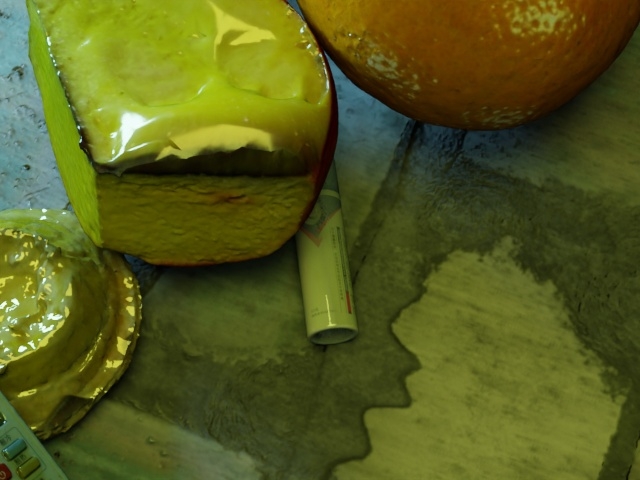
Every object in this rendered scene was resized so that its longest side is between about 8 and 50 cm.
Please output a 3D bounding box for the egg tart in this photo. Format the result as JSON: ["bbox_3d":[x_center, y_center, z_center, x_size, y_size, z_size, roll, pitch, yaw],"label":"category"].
[{"bbox_3d":[-0.339,0.082,1.666,0.290,0.115,0.290,0,68,1],"label":"egg tart"}]

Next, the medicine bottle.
[{"bbox_3d":[0.000,0.000,1.723,0.059,0.059,0.231,-7,67,-2],"label":"medicine bottle"}]

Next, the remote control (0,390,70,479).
[{"bbox_3d":[-0.313,0.265,1.529,0.344,0.050,0.145,51,38,-2],"label":"remote control"}]

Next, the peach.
[{"bbox_3d":[-0.142,-0.135,1.681,0.306,0.242,0.380,-23,56,-13],"label":"peach"}]

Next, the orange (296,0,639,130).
[{"bbox_3d":[0.157,-0.315,1.704,0.423,0.326,0.424,15,54,-22],"label":"orange"}]
